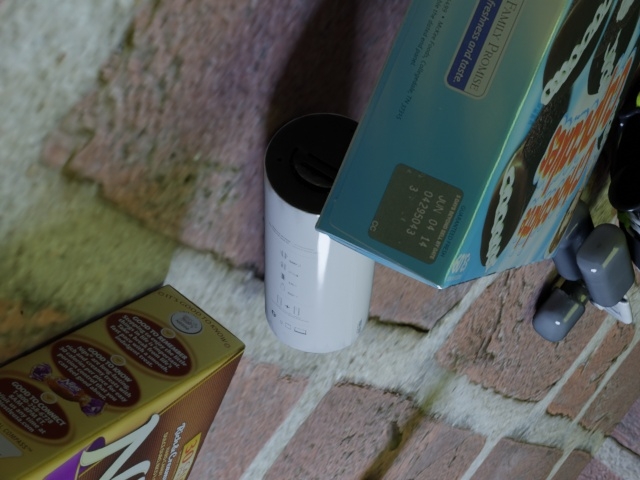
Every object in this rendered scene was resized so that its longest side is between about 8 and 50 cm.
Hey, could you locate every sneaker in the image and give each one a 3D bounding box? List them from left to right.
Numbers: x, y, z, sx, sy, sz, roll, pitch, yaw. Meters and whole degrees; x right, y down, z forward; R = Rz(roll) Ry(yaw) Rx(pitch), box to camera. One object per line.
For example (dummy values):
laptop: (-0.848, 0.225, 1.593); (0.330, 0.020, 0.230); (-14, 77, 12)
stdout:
sneaker: (0.258, -0.046, 1.198); (0.097, 0.084, 0.235); (-36, 141, -28)

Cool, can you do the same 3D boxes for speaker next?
speaker: (0.000, 0.000, 0.698); (0.055, 0.055, 0.136); (-44, 159, -24)

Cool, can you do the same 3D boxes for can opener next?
can opener: (0.228, 0.037, 1.287); (0.093, 0.074, 0.280); (-51, 161, -6)

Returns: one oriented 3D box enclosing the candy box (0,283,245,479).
candy box: (-0.117, 0.099, 0.603); (0.186, 0.053, 0.109); (-31, 151, -52)

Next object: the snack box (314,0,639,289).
snack box: (0.099, -0.080, 0.683); (0.187, 0.060, 0.322); (-67, 166, 8)
